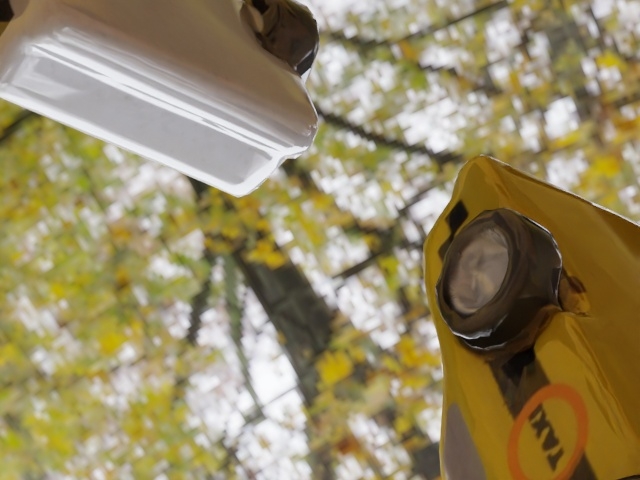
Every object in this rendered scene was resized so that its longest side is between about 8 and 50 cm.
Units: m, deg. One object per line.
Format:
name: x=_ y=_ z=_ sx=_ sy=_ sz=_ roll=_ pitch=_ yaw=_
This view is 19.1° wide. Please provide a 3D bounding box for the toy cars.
toy cars: x=0.000 y=0.000 z=0.494 sx=0.087 sy=0.393 sz=0.176 roll=-51 pitch=167 yaw=24
